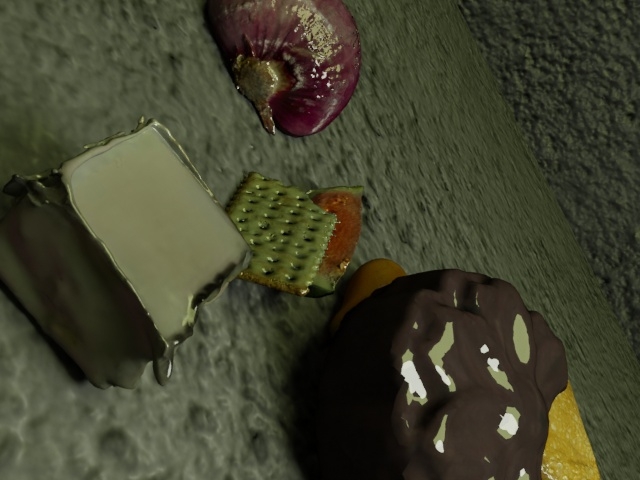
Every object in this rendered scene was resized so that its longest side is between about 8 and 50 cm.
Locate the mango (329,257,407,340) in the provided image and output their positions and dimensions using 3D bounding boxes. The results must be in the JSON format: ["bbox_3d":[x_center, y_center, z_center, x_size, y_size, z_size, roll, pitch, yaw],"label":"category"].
[{"bbox_3d":[0.075,0.095,1.012,0.102,0.085,0.184,54,37,-12],"label":"mango"}]

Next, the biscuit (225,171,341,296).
[{"bbox_3d":[-0.054,-0.012,0.871,0.144,0.016,0.203,16,38,6],"label":"biscuit"}]

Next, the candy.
[{"bbox_3d":[-0.176,0.011,0.629,0.195,0.137,0.185,55,31,-12],"label":"candy"}]

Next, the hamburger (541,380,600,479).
[{"bbox_3d":[0.320,0.301,1.148,0.290,0.170,0.314,26,45,-51],"label":"hamburger"}]

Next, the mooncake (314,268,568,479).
[{"bbox_3d":[0.158,0.218,0.867,0.351,0.212,0.381,22,61,-38],"label":"mooncake"}]

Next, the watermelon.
[{"bbox_3d":[-0.001,-0.005,0.935,0.063,0.119,0.245,63,25,-25],"label":"watermelon"}]

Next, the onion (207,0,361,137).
[{"bbox_3d":[-0.015,-0.332,1.131,0.267,0.159,0.348,56,31,-19],"label":"onion"}]
